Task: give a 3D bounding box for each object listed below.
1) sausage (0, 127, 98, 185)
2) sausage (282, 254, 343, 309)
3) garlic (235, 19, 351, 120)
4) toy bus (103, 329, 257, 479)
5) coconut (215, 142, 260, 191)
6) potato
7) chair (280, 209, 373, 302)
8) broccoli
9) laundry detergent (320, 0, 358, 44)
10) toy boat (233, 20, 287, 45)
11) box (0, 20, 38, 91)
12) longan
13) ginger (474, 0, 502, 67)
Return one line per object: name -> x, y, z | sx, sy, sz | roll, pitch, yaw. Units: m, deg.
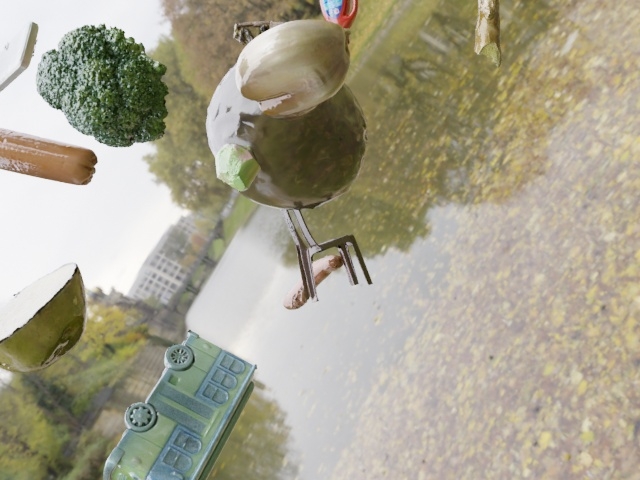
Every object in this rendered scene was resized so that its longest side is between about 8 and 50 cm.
sausage -> -0.600, -0.176, 1.320 | 0.086, 0.289, 0.086 | -168, 90, -89
sausage -> -0.030, 0.133, 2.060 | 0.304, 0.078, 0.078 | -48, 13, 37
garlic -> -0.042, -0.309, 1.197 | 0.228, 0.217, 0.110 | -32, 60, 26
toy bus -> -0.271, 0.357, 1.272 | 0.312, 0.190, 0.152 | -61, -2, -42
coconut -> -0.150, -0.138, 1.169 | 0.081, 0.082, 0.083 | -63, 9, -13
potato -> -0.457, 0.144, 1.071 | 0.182, 0.117, 0.202 | -8, 35, 48
chair -> 0.000, 0.000, 1.875 | 0.183, 0.326, 0.175 | -17, 2, -14
broccoli -> -0.404, -0.298, 1.234 | 0.241, 0.261, 0.269 | -71, 2, -49
laundry detergent -> 0.052, -0.568, 1.605 | 0.097, 0.165, 0.049 | -9, 5, 28
toy boat -> -0.085, -0.548, 1.752 | 0.121, 0.321, 0.089 | -34, -46, -72
box -> -0.871, -0.510, 1.825 | 0.285, 0.044, 0.142 | -11, 69, 46
longan -> -0.094, -0.280, 1.664 | 0.404, 0.436, 0.404 | -19, 64, 45
ginger -> 0.262, -0.338, 1.010 | 0.057, 0.044, 0.137 | -38, -49, -34
